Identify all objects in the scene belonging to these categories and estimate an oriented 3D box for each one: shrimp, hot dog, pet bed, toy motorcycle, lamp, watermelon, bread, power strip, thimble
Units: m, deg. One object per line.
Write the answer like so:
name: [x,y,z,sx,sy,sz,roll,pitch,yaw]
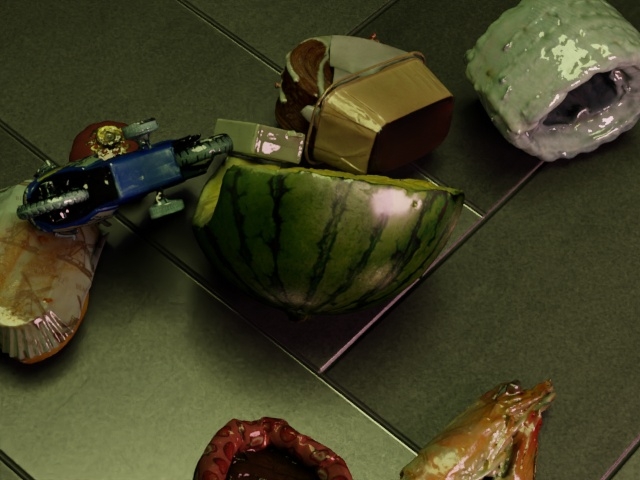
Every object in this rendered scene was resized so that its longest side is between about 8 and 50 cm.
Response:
shrimp: [0.191,0.260,1.844,0.154,0.062,0.294,38,62,7]
hot dog: [-0.348,0.032,1.934,0.162,0.082,0.270,16,45,-5]
pet bed: [-0.047,0.274,1.775,0.201,0.053,0.201,14,34,-10]
toy motorcycle: [-0.243,-0.070,1.911,0.315,0.169,0.113,-22,96,-41]
lamp: [-0.265,-0.104,2.038,0.101,0.090,0.101,2,53,-3]
watermelon: [0.000,0.000,1.905,0.330,0.331,0.189,11,97,-1]
bread: [0.045,-0.175,2.100,0.212,0.142,0.224,33,39,30]
power strip: [-0.090,-0.127,2.055,0.075,0.175,0.042,10,91,-33]
thimble: [0.311,-0.222,2.126,0.250,0.205,0.172,-16,56,-25]
